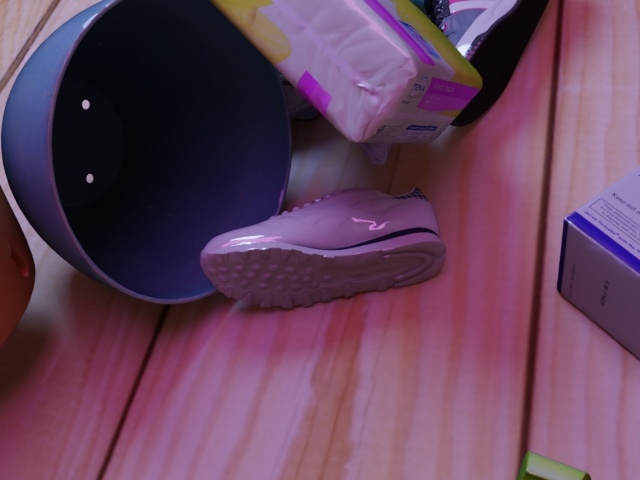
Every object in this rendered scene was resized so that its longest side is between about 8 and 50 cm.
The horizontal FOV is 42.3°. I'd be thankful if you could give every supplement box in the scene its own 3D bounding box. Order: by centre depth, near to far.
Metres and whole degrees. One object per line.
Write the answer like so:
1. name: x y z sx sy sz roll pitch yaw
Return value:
1. supplement box: 0.330 -0.013 0.727 0.220 0.111 0.114 -34 53 -15

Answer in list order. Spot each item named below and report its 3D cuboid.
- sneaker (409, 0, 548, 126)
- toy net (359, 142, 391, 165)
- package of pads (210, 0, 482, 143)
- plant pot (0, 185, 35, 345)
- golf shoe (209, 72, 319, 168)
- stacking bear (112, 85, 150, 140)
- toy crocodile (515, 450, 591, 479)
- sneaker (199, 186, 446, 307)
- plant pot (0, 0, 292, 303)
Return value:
1. sneaker: 0.145 -0.266 0.961 0.178 0.124 0.296 18 61 28
2. toy net: 0.043 -0.186 0.923 0.045 0.122 0.232 -34 45 26
3. package of pads: 0.005 -0.219 0.784 0.296 0.229 0.101 48 113 13
4. plant pot: -0.393 0.006 0.730 0.290 0.203 0.291 -13 46 14
5. golf shoe: -0.060 -0.154 0.940 0.176 0.086 0.069 -39 56 -17
6. stacking bear: -0.160 -0.244 0.989 0.175 0.164 0.289 32 75 29
7. toy crocodile: 0.086 0.294 0.539 0.115 0.105 0.340 29 63 30
8. sneaker: 0.000 0.000 0.802 0.235 0.090 0.095 -4 54 -9
9. plant pot: -0.196 -0.095 0.819 0.195 0.290 0.290 8 52 39
